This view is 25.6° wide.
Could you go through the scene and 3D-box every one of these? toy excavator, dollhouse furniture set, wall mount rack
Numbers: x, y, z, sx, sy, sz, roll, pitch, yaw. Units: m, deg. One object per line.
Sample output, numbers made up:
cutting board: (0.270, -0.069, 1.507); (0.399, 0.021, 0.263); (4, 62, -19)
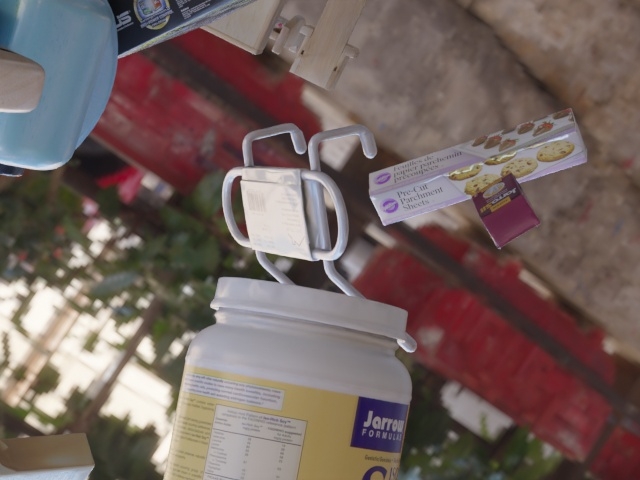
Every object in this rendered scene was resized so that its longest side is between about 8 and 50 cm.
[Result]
toy excavator: (-0.292, -0.155, 1.158); (0.445, 0.222, 0.433); (22, -173, 41)
dollhouse furniture set: (-0.053, -0.358, 1.982); (0.303, 0.174, 0.355); (27, -168, 3)
wall mount rack: (0.000, 0.000, 1.865); (0.130, 0.304, 0.350); (-13, -169, -26)

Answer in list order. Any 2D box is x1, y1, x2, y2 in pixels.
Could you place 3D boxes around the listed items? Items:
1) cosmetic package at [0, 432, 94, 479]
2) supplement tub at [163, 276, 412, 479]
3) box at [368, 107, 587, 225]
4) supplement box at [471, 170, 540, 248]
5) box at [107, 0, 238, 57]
cosmetic package: (-0.291, 0.226, 1.407); (0.115, 0.060, 0.041); (1, -128, -35)
supplement tub: (-0.036, 0.219, 1.456); (0.241, 0.331, 0.241); (10, 174, 1)
box: (0.233, -0.108, 2.101); (0.063, 0.324, 0.067); (-90, -21, -52)
supplement box: (0.201, -0.034, 1.535); (0.043, 0.055, 0.083); (56, -171, -18)
box: (-0.077, -0.272, 1.413); (0.216, 0.270, 0.060); (-35, -77, -55)
